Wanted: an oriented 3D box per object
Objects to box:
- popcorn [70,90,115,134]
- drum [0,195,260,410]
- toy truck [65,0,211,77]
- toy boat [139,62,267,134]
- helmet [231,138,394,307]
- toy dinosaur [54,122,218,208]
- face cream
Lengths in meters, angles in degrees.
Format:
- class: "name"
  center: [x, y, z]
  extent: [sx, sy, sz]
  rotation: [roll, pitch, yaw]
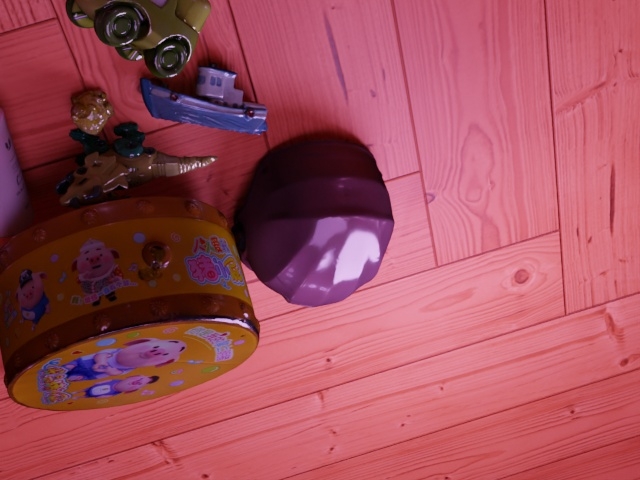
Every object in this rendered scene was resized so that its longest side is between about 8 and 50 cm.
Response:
- class: "popcorn"
  center: [-0.356, -0.196, 1.915]
  extent: [0.059, 0.068, 0.083]
  rotation: [-10, 177, 23]
- class: "drum"
  center: [-0.320, 0.114, 2.000]
  extent: [0.431, 0.214, 0.431]
  rotation: [-14, 160, -5]
- class: "toy truck"
  center: [-0.240, -0.343, 1.771]
  extent: [0.210, 0.148, 0.187]
  rotation: [-45, 130, -11]
- class: "toy boat"
  center: [-0.179, -0.229, 1.937]
  extent: [0.215, 0.088, 0.102]
  rotation: [7, 94, -22]
- class: "helmet"
  center: [0.000, 0.000, 2.112]
  extent: [0.270, 0.197, 0.338]
  rotation: [3, 129, -23]
- class: "toy dinosaur"
  center: [-0.297, -0.122, 1.948]
  extent: [0.259, 0.153, 0.094]
  rotation: [-15, 136, -16]
- class: "face cream"
  center: [-0.517, -0.144, 1.887]
  extent: [0.092, 0.092, 0.311]
  rotation: [-13, 134, -6]
